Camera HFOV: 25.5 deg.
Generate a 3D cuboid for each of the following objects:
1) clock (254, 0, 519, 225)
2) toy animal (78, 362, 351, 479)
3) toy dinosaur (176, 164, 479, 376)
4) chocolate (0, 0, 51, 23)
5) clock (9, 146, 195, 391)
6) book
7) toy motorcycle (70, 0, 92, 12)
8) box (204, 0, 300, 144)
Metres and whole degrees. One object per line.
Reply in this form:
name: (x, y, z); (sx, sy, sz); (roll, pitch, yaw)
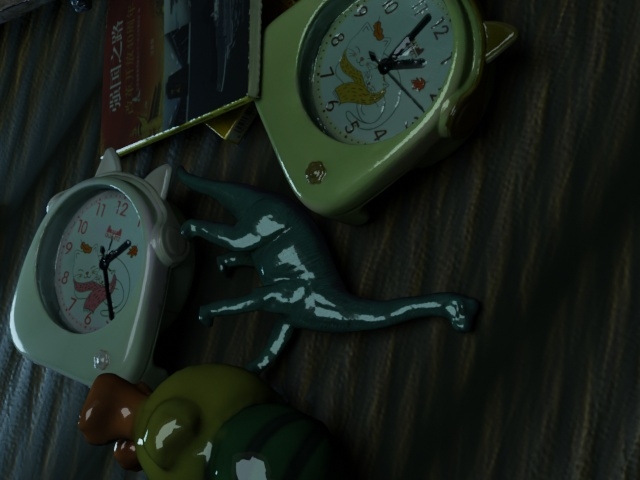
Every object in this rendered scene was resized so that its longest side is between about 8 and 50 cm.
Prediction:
clock: (0.088, -0.210, 1.782); (0.348, 0.117, 0.286); (-33, 62, 22)
toy animal: (-0.112, 0.256, 1.753); (0.338, 0.216, 0.191); (20, 66, 31)
toy dinosaur: (0.000, 0.000, 1.811); (0.331, 0.129, 0.383); (-25, 67, 16)
chocolate: (-0.470, -0.429, 2.202); (0.303, 0.100, 0.185); (-16, 70, 20)
clock: (-0.287, 0.039, 1.963); (0.265, 0.108, 0.324); (19, 90, 39)
book: (-0.200, -0.275, 1.970); (0.374, 0.028, 0.263); (-15, 71, 49)
toy motorcycle: (-0.379, -0.471, 2.047); (0.106, 0.159, 0.270); (-14, 73, 4)
box: (-0.099, -0.284, 1.963); (0.152, 0.043, 0.269); (39, 101, 33)
